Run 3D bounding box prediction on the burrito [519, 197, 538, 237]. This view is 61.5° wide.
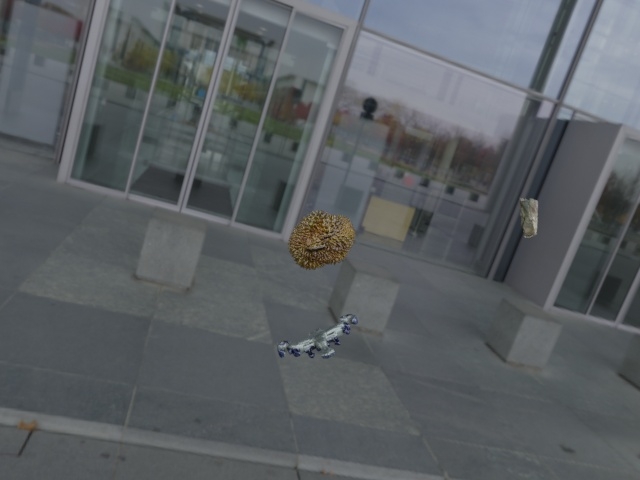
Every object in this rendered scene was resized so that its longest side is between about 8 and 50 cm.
[{"bbox_3d":[0.585,-0.069,1.509,0.041,0.149,0.055,21,53,43],"label":"burrito"}]

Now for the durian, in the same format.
[{"bbox_3d":[0.000,0.000,1.248,0.137,0.158,0.168,46,15,13],"label":"durian"}]

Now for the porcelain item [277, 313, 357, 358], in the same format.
[{"bbox_3d":[0.003,0.159,0.832,0.136,0.021,0.075,-22,24,-9],"label":"porcelain item"}]
